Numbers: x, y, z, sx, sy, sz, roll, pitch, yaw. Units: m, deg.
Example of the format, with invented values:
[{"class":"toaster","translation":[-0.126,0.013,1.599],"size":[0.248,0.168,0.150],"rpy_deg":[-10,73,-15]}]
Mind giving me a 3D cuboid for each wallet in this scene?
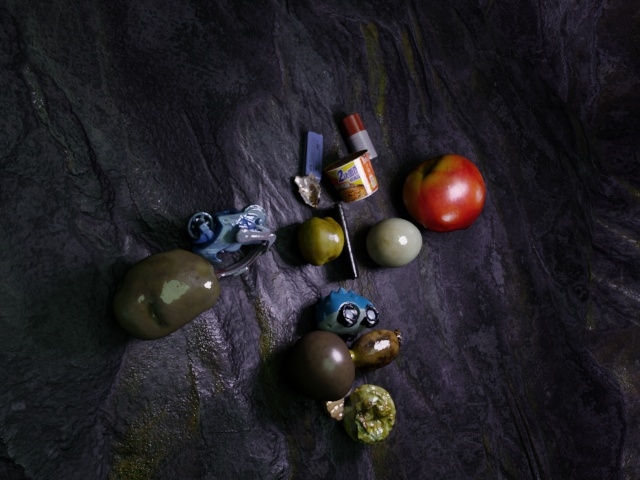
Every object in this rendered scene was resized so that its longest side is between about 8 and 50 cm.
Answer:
[{"class":"wallet","translation":[0.108,0.005,1.963],"size":[0.044,0.170,0.321],"rpy_deg":[-13,87,4]}]

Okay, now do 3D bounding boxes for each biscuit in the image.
[{"class":"biscuit","translation":[0.054,0.593,1.830],"size":[0.118,0.061,0.183],"rpy_deg":[37,59,-20]}]

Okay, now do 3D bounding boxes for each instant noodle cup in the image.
[{"class":"instant noodle cup","translation":[0.141,-0.267,2.013],"size":[0.213,0.213,0.174],"rpy_deg":[-37,108,-34]}]

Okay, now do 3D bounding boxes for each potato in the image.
[{"class":"potato","translation":[-0.482,0.159,1.470],"size":[0.326,0.221,0.243],"rpy_deg":[-35,89,-24]}]

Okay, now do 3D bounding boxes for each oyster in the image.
[{"class":"oyster","translation":[-0.048,-0.201,1.952],"size":[0.103,0.051,0.148],"rpy_deg":[-15,87,-18]}]

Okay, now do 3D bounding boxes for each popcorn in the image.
[{"class":"popcorn","translation":[0.190,0.676,1.833],"size":[0.204,0.184,0.221],"rpy_deg":[17,83,-17]}]

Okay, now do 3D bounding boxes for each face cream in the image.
[{"class":"face cream","translation":[0.172,-0.459,2.135],"size":[0.096,0.096,0.214],"rpy_deg":[-26,94,-35]}]

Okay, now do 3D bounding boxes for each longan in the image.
[{"class":"longan","translation":[0.005,0.455,1.716],"size":[0.258,0.258,0.258],"rpy_deg":[9,74,-32]}]

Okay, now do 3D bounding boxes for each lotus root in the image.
[{"class":"lotus root","translation":[0.209,0.449,1.903],"size":[0.314,0.169,0.141],"rpy_deg":[-12,54,-31]}]

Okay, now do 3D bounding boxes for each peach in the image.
[{"class":"peach","translation":[0.581,-0.207,2.197],"size":[0.388,0.388,0.388],"rpy_deg":[9,74,-32]}]

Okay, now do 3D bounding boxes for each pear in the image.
[{"class":"pear","translation":[0.000,0.000,1.855],"size":[0.200,0.200,0.200],"rpy_deg":[9,74,-32]}]

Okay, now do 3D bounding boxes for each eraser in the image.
[{"class":"eraser","translation":[-0.035,-0.349,2.005],"size":[0.082,0.036,0.225],"rpy_deg":[13,71,-33]}]

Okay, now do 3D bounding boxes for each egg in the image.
[{"class":"egg","translation":[0.330,0.009,2.061],"size":[0.295,0.218,0.218],"rpy_deg":[-5,81,-48]}]

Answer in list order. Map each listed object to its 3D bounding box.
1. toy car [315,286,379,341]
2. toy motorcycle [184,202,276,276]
[{"class":"toy car","translation":[0.095,0.282,1.859],"size":[0.255,0.188,0.190],"rpy_deg":[10,50,-36]},{"class":"toy motorcycle","translation":[-0.309,0.003,1.646],"size":[0.319,0.182,0.241],"rpy_deg":[-12,86,-37]}]
